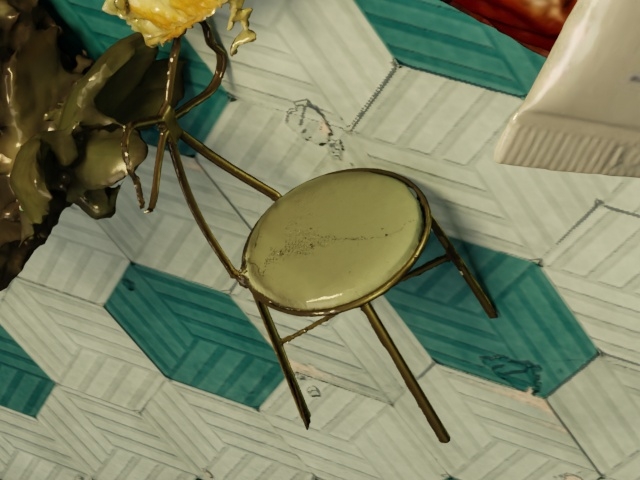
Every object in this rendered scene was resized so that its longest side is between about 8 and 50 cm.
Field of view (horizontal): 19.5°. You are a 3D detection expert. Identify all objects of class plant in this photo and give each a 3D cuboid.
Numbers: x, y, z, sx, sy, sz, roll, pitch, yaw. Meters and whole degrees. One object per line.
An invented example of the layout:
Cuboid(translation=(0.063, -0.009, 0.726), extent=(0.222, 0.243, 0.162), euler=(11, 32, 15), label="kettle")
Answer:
Cuboid(translation=(-0.253, -0.079, 1.401), extent=(0.312, 0.215, 0.213), euler=(12, 148, 22), label="plant")

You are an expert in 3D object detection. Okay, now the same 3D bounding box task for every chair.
Cuboid(translation=(0.000, 0.000, 1.367), extent=(0.170, 0.160, 0.326), euler=(4, 140, 31), label="chair")

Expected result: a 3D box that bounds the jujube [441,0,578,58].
Cuboid(translation=(0.171, -0.167, 0.980), extent=(0.342, 0.216, 0.216), euler=(38, 147, -26), label="jujube")

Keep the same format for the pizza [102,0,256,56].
Cuboid(translation=(-0.096, -0.235, 1.206), extent=(0.280, 0.075, 0.288), euler=(34, 144, 4), label="pizza")

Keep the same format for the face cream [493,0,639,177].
Cuboid(translation=(0.247, -0.197, 0.831), extent=(0.234, 0.137, 0.420), euler=(1, 129, -25), label="face cream")
